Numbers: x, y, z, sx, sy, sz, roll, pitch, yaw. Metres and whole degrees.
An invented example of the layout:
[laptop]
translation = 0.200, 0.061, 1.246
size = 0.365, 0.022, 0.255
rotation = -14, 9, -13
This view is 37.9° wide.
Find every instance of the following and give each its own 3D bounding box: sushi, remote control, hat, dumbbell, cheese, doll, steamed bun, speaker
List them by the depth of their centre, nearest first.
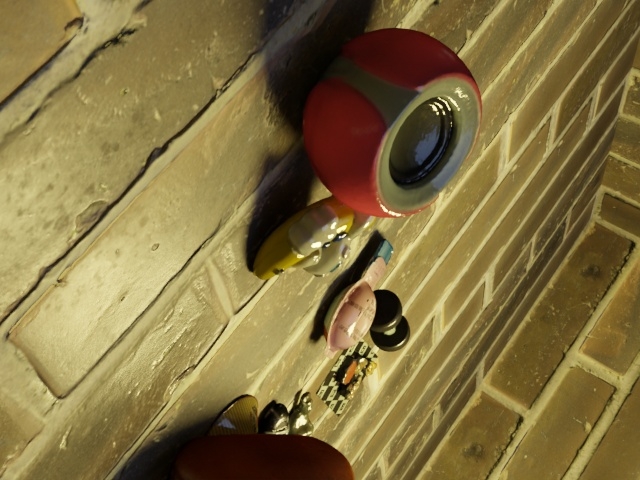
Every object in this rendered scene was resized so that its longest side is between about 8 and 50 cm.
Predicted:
[speaker]
translation = 0.106, -0.176, 1.458
size = 0.294, 0.294, 0.294
rotation = -46, 153, -31
[doll]
translation = 0.000, 0.000, 1.621
size = 0.237, 0.111, 0.252
rotation = -19, 159, -51
[steamed bun]
translation = -0.108, 0.509, 1.722
size = 0.379, 0.248, 0.235
rotation = 6, 113, -33
[hat]
translation = -0.158, 0.407, 1.842
size = 0.193, 0.082, 0.193
rotation = -47, 155, -30
[cheese]
translation = 0.084, 0.129, 2.029
size = 0.286, 0.074, 0.189
rotation = -62, 158, -6
[remote control]
translation = -0.111, 0.470, 2.034
size = 0.090, 0.066, 0.265
rotation = -33, 145, -53
[dumbbell]
translation = 0.156, 0.192, 2.218
size = 0.100, 0.100, 0.191
rotation = -55, 157, -14
[sushi]
translation = 0.087, 0.345, 2.330
size = 0.192, 0.043, 0.279
rotation = -56, 157, -11

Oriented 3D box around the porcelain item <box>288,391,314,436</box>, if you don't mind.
[porcelain item]
translation = -0.051, 0.440, 2.139
size = 0.081, 0.069, 0.215
rotation = -17, 127, -53
